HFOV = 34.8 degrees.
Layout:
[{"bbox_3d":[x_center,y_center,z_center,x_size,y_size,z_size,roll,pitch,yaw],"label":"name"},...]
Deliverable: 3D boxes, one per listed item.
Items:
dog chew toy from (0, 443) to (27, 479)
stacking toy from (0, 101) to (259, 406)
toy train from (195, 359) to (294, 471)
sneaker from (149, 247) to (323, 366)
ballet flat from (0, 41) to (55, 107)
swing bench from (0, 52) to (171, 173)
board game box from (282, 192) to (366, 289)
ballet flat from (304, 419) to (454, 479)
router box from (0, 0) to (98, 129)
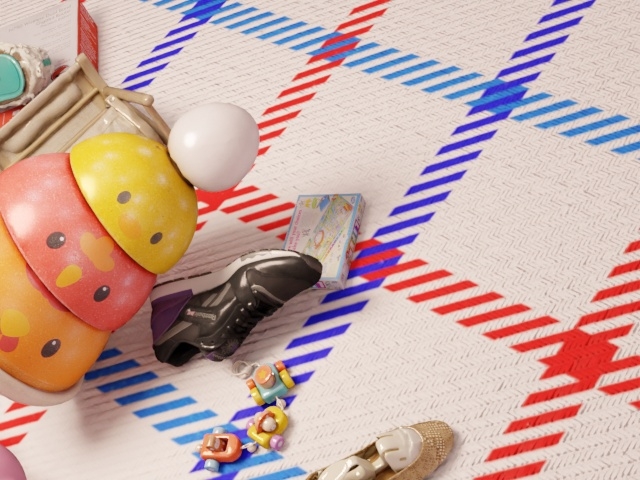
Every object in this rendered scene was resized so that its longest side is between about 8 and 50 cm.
[{"bbox_3d":[-0.483,0.337,1.336,0.332,0.206,0.206,22,66,27],"label":"dog chew toy"},{"bbox_3d":[-0.292,-0.036,1.385,0.480,0.350,0.350,-36,48,8],"label":"stacking toy"},{"bbox_3d":[-0.102,0.222,1.350,0.125,0.046,0.166,0,55,23],"label":"toy train"},{"bbox_3d":[-0.114,0.104,1.409,0.283,0.107,0.124,-20,59,30],"label":"sneaker"},{"bbox_3d":[-0.656,-0.284,1.840,0.409,0.147,0.147,-2,54,19],"label":"ballet flat"},{"bbox_3d":[-0.391,-0.142,1.686,0.253,0.165,0.254,-45,45,-13],"label":"swing bench"},{"bbox_3d":[0.000,0.000,1.490,0.103,0.026,0.154,0,55,24],"label":"board game box"},{"bbox_3d":[0.065,0.272,1.225,0.206,0.067,0.073,-32,48,-3],"label":"ballet flat"},{"bbox_3d":[-0.586,-0.282,1.926,0.335,0.082,0.301,-19,49,9],"label":"router box"}]
